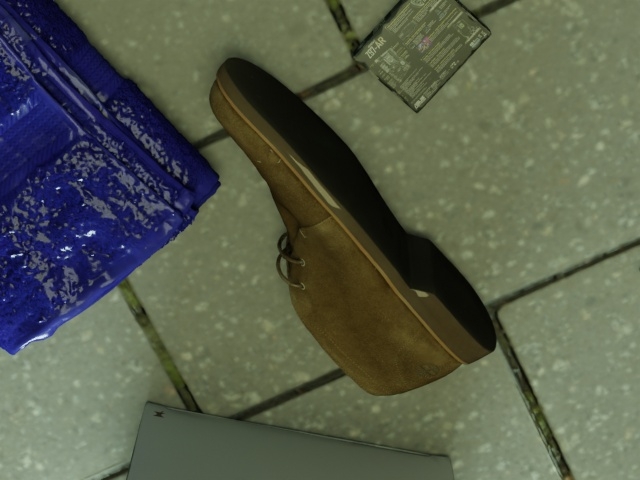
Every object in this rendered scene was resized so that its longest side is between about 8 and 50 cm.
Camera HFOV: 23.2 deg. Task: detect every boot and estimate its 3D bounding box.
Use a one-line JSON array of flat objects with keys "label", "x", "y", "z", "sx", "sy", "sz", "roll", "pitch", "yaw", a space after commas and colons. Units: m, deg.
[{"label": "boot", "x": 0.000, "y": 0.000, "z": 1.178, "sx": 0.115, "sy": 0.112, "sz": 0.305, "roll": -32, "pitch": 109, "yaw": 22}]

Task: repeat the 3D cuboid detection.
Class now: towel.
[{"label": "towel", "x": -0.255, "y": -0.076, "z": 1.159, "sx": 0.227, "sy": 0.076, "sz": 0.308, "roll": -40, "pitch": 105, "yaw": 12}]

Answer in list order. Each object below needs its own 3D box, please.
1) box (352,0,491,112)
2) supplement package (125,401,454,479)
[{"label": "box", "x": 0.076, "y": -0.147, "z": 1.165, "sx": 0.067, "sy": 0.018, "sz": 0.083, "roll": 39, "pitch": 105, "yaw": -13}, {"label": "supplement package", "x": -0.031, "y": 0.253, "z": 1.211, "sx": 0.261, "sy": 0.204, "sz": 0.145, "roll": 10, "pitch": 109, "yaw": -4}]
